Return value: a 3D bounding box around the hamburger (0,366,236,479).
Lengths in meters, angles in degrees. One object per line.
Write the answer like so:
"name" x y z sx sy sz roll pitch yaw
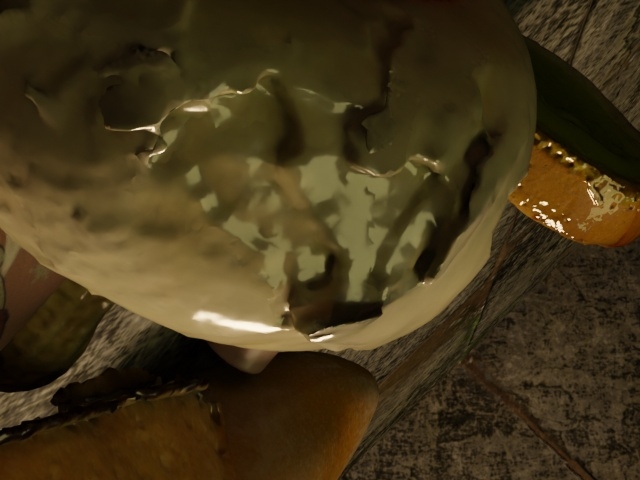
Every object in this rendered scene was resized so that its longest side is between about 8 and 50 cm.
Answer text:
"hamburger" -0.203 0.248 0.766 0.268 0.287 0.445 -21 174 19

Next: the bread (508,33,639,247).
"bread" 0.194 -0.090 1.177 0.070 0.236 0.236 -52 165 26

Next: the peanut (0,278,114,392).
"peanut" -0.150 0.014 0.792 0.194 0.083 0.093 -50 -159 31

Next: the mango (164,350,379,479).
"mango" -0.092 0.217 1.258 0.384 0.199 0.221 -37 161 -37

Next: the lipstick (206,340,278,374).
"lipstick" 0.000 0.000 1.191 0.254 0.070 0.070 -50 165 15

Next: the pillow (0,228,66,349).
"pillow" -0.218 0.039 0.653 0.223 0.084 0.236 -47 162 23

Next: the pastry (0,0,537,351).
"pastry" -0.041 -0.072 0.501 0.265 0.265 0.133 -24 153 -56
